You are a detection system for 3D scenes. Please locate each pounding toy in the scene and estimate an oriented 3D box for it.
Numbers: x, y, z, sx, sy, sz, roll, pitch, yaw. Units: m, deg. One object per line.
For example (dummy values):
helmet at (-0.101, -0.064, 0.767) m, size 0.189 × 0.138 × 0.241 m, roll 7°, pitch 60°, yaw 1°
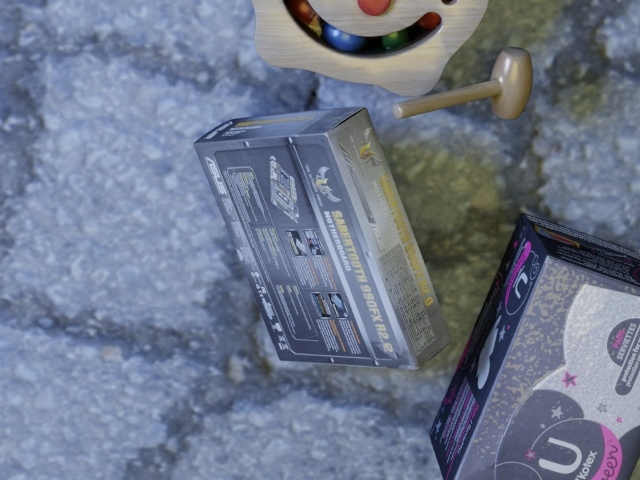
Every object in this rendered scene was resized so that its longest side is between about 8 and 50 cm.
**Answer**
pounding toy at (0.065, -0.200, 1.358) m, size 0.270 × 0.155 × 0.154 m, roll 12°, pitch 111°, yaw -7°

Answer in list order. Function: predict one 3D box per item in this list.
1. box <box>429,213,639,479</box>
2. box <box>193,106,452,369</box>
box at (0.225, 0.128, 1.479) m, size 0.163 × 0.142 × 0.247 m, roll 19°, pitch 106°, yaw -8°
box at (0.000, 0.000, 1.412) m, size 0.056 × 0.183 × 0.231 m, roll -36°, pitch 112°, yaw -37°
